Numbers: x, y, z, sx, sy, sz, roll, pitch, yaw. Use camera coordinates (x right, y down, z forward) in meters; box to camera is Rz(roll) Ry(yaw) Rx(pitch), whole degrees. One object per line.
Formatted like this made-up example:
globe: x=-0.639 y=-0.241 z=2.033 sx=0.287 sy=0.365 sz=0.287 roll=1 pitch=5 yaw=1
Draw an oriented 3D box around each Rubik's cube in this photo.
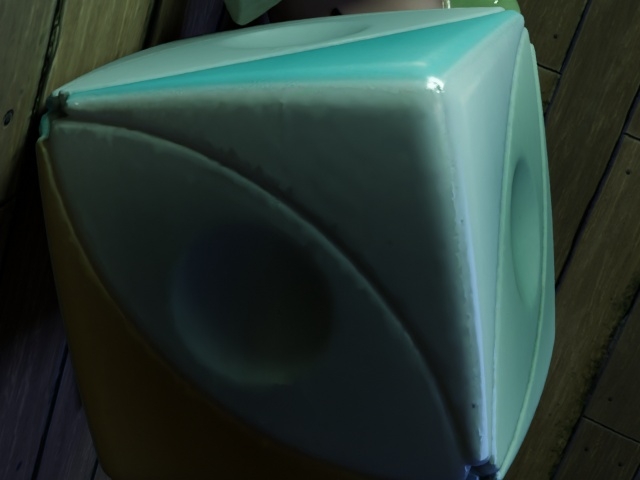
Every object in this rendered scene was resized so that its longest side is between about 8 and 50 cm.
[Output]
Rubik's cube: x=0.000 y=0.000 z=1.229 sx=0.351 sy=0.352 sz=0.347 roll=-40 pitch=126 yaw=-64

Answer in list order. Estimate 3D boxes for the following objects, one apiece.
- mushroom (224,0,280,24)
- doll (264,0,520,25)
mushroom: x=0.077 y=-0.338 z=1.362 sx=0.397 sy=0.126 sz=0.177 roll=-25 pitch=152 yaw=-31
doll: x=0.043 y=-0.230 z=1.524 sx=0.268 sy=0.284 sz=0.216 roll=-38 pitch=176 yaw=6
